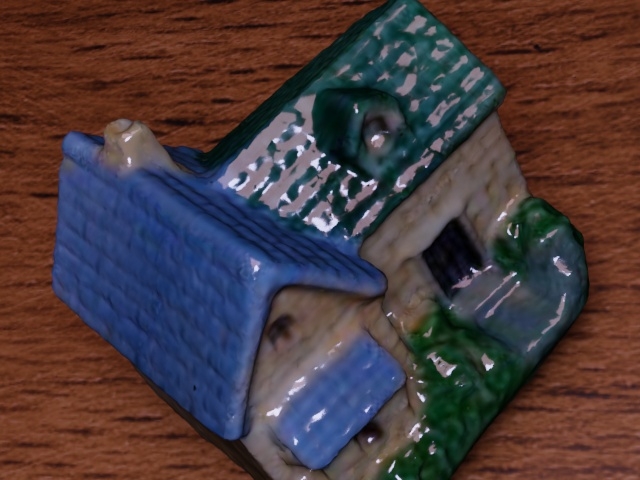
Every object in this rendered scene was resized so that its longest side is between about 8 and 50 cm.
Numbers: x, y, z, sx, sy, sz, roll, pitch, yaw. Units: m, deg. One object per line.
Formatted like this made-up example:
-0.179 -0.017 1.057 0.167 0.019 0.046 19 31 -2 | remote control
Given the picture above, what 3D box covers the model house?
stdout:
0.000 0.000 1.338 0.382 0.342 0.334 -44 45 -14 | model house
